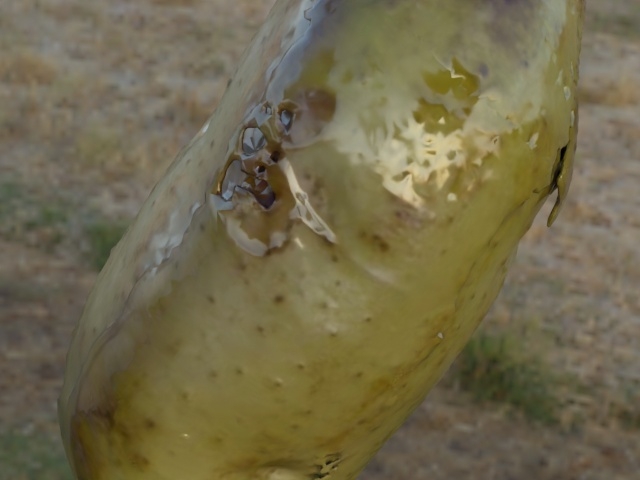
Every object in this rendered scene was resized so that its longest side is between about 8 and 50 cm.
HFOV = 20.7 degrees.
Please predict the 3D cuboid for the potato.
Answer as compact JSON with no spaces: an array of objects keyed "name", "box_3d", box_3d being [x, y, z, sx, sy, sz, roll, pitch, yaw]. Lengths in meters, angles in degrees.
[{"name":"potato","box_3d":[0.000,0.000,0.391,0.080,0.170,0.107,37,19,1]}]
